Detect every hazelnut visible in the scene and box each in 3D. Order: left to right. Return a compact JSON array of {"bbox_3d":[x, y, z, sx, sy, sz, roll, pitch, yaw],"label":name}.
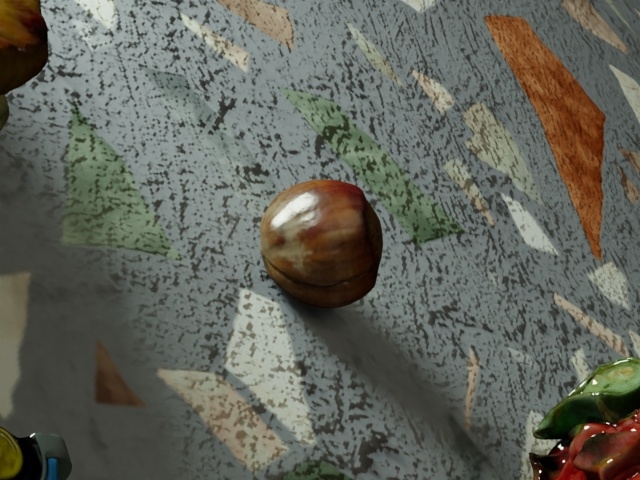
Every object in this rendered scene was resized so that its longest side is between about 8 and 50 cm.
[{"bbox_3d":[0.000,0.000,1.144,0.086,0.086,0.086,32,31,-22],"label":"hazelnut"}]

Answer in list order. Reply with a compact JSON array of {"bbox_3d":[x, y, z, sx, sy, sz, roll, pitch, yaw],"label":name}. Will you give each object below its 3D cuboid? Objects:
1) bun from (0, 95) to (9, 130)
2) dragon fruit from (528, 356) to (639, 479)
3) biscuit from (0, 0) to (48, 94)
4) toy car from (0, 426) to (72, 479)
[{"bbox_3d":[-0.220,-0.080,0.982,0.086,0.055,0.086,41,15,-14],"label":"bun"},{"bbox_3d":[0.244,0.212,1.087,0.234,0.234,0.293,-45,121,-61],"label":"dragon fruit"},{"bbox_3d":[-0.310,-0.168,0.923,0.359,0.046,0.359,21,30,-13],"label":"biscuit"},{"bbox_3d":[-0.186,0.132,0.709,0.191,0.097,0.100,8,50,-47],"label":"toy car"}]
